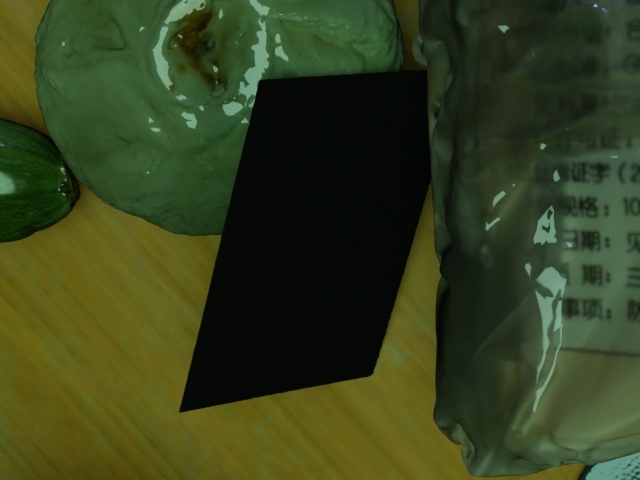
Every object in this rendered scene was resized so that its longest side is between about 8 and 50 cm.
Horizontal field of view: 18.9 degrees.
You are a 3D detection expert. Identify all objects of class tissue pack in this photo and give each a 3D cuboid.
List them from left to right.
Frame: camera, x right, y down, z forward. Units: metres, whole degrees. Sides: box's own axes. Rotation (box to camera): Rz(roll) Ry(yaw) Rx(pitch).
[{"bbox_3d":[0.230,-0.080,0.904,0.375,0.195,0.390,-1,97,2],"label":"tissue pack"}]

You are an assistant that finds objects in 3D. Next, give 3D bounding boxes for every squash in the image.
[{"bbox_3d":[-0.235,-0.050,1.028,0.219,0.068,0.077,19,130,2],"label":"squash"}]

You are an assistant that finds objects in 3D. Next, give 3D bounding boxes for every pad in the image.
[{"bbox_3d":[0.000,0.000,0.976,0.127,0.004,0.190,-7,123,-36],"label":"pad"}]

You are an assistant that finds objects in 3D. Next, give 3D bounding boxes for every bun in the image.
[{"bbox_3d":[-0.057,-0.094,0.979,0.195,0.118,0.195,1,103,6],"label":"bun"}]

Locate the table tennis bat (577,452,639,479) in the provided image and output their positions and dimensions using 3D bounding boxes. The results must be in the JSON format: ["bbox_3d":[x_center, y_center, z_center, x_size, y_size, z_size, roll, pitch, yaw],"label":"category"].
[{"bbox_3d":[0.175,0.169,1.048,0.100,0.019,0.155,32,100,0],"label":"table tennis bat"}]
